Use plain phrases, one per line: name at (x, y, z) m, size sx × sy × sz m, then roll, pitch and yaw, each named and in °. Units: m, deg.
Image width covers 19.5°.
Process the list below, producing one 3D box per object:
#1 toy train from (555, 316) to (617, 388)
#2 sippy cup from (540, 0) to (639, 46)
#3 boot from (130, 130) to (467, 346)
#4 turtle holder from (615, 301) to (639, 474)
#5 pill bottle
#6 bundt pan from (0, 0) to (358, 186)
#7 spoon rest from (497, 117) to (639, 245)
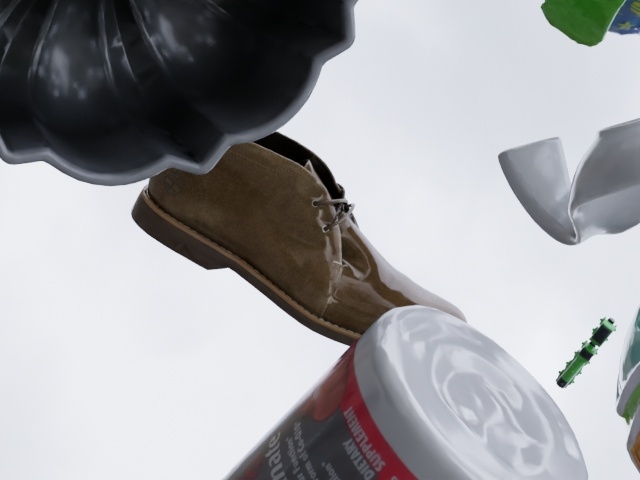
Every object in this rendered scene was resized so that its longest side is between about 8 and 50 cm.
toy train at (0.234, 0.101, 1.650) m, size 0.017 × 0.024 × 0.083 m, roll 37°, pitch -62°, yaw 5°
sippy cup at (0.294, -0.294, 1.592) m, size 0.224 × 0.306 × 0.240 m, roll -48°, pitch -122°, yaw 57°
boot at (0.000, 0.000, 1.547) m, size 0.305 × 0.112 × 0.115 m, roll 28°, pitch -72°, yaw -1°
turtle holder at (0.363, 0.076, 1.392) m, size 0.243 × 0.320 × 0.227 m, roll 55°, pitch 6°, yaw 31°
pill bottle at (0.008, 0.206, 1.209) m, size 0.318 × 0.176 × 0.176 m, roll -48°, pitch -110°, yaw 25°
bundt pan at (-0.135, -0.206, 1.168) m, size 0.124 × 0.331 × 0.330 m, roll 31°, pitch -39°, yaw 63°
spoon rest at (0.213, -0.043, 1.319) m, size 0.276 × 0.137 × 0.084 m, roll 175°, pitch -101°, yaw -73°
